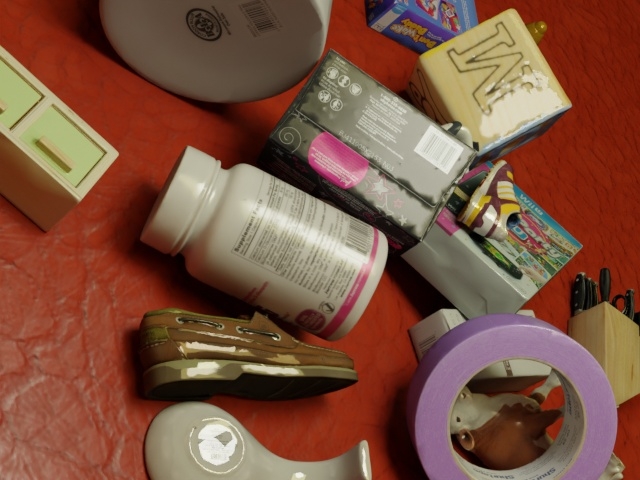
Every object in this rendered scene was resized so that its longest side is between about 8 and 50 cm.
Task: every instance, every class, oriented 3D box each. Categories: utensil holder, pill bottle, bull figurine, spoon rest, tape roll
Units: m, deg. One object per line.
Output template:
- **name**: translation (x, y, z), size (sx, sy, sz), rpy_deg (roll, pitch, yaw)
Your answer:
- **utensil holder**: translation (-0.129, -0.434, 1.453), size (0.327, 0.327, 0.385), rpy_deg (28, 50, -29)
- **pill bottle**: translation (-0.072, 0.002, 1.305), size (0.283, 0.160, 0.160), rpy_deg (27, 46, -12)
- **bull figurine**: translation (0.313, 0.303, 1.512), size (0.310, 0.188, 0.101), rpy_deg (54, 8, -13)
- **spoon rest**: translation (-0.078, 0.266, 1.226), size (0.276, 0.084, 0.137), rpy_deg (12, 54, -23)
- **tape roll**: translation (0.259, 0.242, 1.409), size (0.275, 0.275, 0.090), rpy_deg (50, 2, -6)

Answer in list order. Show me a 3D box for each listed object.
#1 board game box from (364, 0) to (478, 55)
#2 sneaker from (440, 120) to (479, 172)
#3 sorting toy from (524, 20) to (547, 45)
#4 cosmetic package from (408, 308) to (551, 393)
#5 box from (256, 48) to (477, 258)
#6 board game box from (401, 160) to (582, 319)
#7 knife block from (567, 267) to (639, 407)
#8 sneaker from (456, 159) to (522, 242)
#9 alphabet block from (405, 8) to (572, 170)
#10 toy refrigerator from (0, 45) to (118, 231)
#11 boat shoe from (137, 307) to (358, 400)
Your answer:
- **board game box**: translation (0.189, -0.519, 2.000), size (0.233, 0.078, 0.347), rpy_deg (21, 51, -34)
- **sneaker**: translation (0.168, -0.143, 1.621), size (0.235, 0.153, 0.094), rpy_deg (-104, -177, -70)
- **sorting toy**: translation (0.366, -0.343, 2.019), size (0.127, 0.126, 0.365), rpy_deg (47, 40, -10)
- **cosmetic package**: translation (0.254, 0.172, 1.593), size (0.231, 0.085, 0.117), rpy_deg (2, 62, -42)
- **box**: translation (0.060, -0.116, 1.426), size (0.247, 0.142, 0.163), rpy_deg (35, 74, -5)
- **board game box**: translation (0.268, 0.004, 1.643), size (0.224, 0.097, 0.303), rpy_deg (44, 30, 11)
- **knife block**: translation (0.490, 0.170, 1.823), size (0.276, 0.088, 0.242), rpy_deg (-12, 72, -47)
- **sneaker**: translation (0.273, -0.056, 1.574), size (0.084, 0.069, 0.185), rpy_deg (36, 40, 5)
- **alphabet block**: translation (0.283, -0.248, 1.773), size (0.193, 0.192, 0.197), rpy_deg (-28, 84, -8)
- **toy refrigerator**: translation (-0.374, -0.147, 1.187), size (0.269, 0.094, 0.102), rpy_deg (44, 41, -14)
- **boat shoe**: translation (-0.079, 0.135, 1.271), size (0.307, 0.111, 0.104), rpy_deg (10, 59, -41)
